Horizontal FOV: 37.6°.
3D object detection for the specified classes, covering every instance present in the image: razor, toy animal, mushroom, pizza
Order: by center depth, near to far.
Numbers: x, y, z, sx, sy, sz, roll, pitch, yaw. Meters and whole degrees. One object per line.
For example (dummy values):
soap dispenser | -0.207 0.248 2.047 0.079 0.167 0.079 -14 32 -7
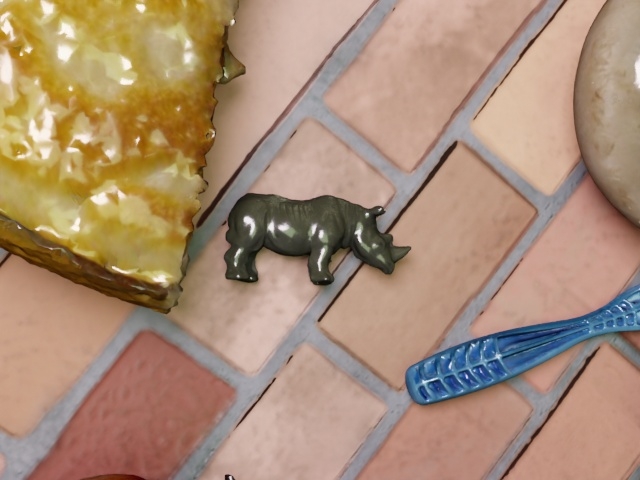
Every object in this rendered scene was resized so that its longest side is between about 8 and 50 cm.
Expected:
pizza | -0.144 -0.213 0.577 0.406 0.130 0.440 -46 106 -20
mushroom | 0.292 -0.101 0.658 0.226 0.178 0.227 0 91 -23
toy animal | 0.000 0.000 0.662 0.135 0.047 0.065 4 86 -9
razor | 0.184 0.073 0.716 0.253 0.042 0.082 -18 78 -10

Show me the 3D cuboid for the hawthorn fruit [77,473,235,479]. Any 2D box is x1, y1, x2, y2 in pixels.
hawthorn fruit | -0.125 0.218 0.607 0.194 0.157 0.157 -34 103 -29
